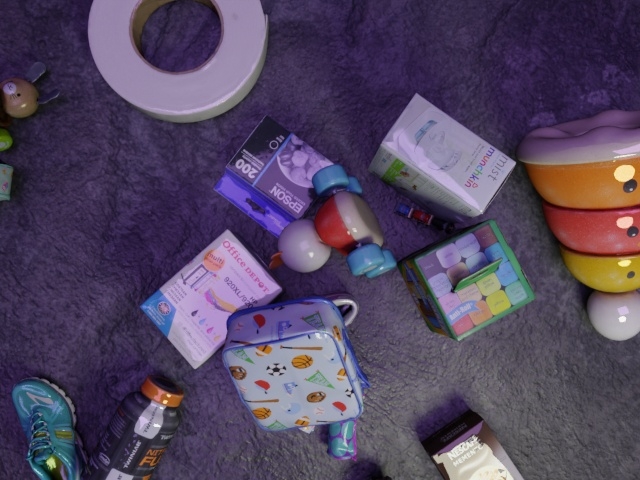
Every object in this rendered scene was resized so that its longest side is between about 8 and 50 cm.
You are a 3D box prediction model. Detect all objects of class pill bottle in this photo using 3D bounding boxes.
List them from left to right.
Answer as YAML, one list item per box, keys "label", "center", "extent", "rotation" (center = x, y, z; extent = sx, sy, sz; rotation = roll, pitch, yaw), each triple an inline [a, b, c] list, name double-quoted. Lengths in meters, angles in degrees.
- label: "pill bottle"
  center: [-0.381, 0.408, 1.164]
  extent: [0.130, 0.130, 0.246]
  rotation: [29, 87, 1]

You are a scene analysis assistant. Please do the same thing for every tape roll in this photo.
- label: "tape roll"
  center: [-0.311, -0.459, 1.245]
  extent: [0.392, 0.072, 0.392]
  rotation: [0, 86, -2]

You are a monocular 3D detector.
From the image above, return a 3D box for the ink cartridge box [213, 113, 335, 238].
- label: "ink cartridge box"
  center: [-0.100, -0.138, 1.244]
  extent: [0.206, 0.045, 0.208]
  rotation: [36, 88, 1]

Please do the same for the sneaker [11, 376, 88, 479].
- label: "sneaker"
  center: [-0.567, 0.414, 1.171]
  extent: [0.107, 0.110, 0.275]
  rotation: [-27, 87, -2]

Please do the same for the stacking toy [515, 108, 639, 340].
- label: "stacking toy"
  center: [0.615, -0.017, 1.160]
  extent: [0.350, 0.350, 0.480]
  rotation: [-14, 104, -2]

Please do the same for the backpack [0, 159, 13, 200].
- label: "backpack"
  center: [-0.753, -0.125, 1.170]
  extent: [0.188, 0.166, 0.144]
  rotation: [2, 88, 2]

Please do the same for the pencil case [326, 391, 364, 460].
- label: "pencil case"
  center: [0.055, 0.390, 1.206]
  extent: [0.070, 0.064, 0.152]
  rotation: [6, 87, 24]

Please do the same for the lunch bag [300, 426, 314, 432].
- label: "lunch bag"
  center: [-0.041, 0.368, 1.212]
  extent: [0.083, 0.053, 0.071]
  rotation: [26, 84, 10]

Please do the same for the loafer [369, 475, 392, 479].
- label: "loafer"
  center: [0.055, 0.658, 1.155]
  extent: [0.130, 0.134, 0.366]
  rotation: [22, 86, 0]

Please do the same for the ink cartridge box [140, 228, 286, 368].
- label: "ink cartridge box"
  center: [-0.212, 0.117, 1.165]
  extent: [0.232, 0.168, 0.171]
  rotation: [-42, 87, -4]

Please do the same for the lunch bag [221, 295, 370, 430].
- label: "lunch bag"
  center: [-0.039, 0.246, 1.075]
  extent: [0.243, 0.115, 0.303]
  rotation: [-13, 130, 8]

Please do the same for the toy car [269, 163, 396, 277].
- label: "toy car"
  center: [0.000, 0.000, 1.178]
  extent: [0.238, 0.210, 0.219]
  rotation: [-27, 76, 15]

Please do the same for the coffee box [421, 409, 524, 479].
- label: "coffee box"
  center: [0.345, 0.509, 1.187]
  extent: [0.141, 0.098, 0.246]
  rotation: [-34, 88, -3]

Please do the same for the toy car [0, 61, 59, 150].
- label: "toy car"
  center: [-0.669, -0.313, 1.204]
  extent: [0.188, 0.149, 0.155]
  rotation: [-29, 77, -14]

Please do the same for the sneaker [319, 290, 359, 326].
- label: "sneaker"
  center: [-0.051, 0.183, 1.170]
  extent: [0.282, 0.161, 0.102]
  rotation: [-29, 89, -1]

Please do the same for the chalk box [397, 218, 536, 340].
- label: "chalk box"
  center: [0.287, 0.078, 1.116]
  extent: [0.180, 0.289, 0.179]
  rotation: [-27, 87, -2]

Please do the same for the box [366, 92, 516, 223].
- label: "box"
  center: [0.230, -0.148, 1.142]
  extent: [0.231, 0.262, 0.127]
  rotation: [34, 86, 2]

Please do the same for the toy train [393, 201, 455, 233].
- label: "toy train"
  center: [0.219, -0.050, 1.209]
  extent: [0.158, 0.036, 0.027]
  rotation: [26, 93, 40]
